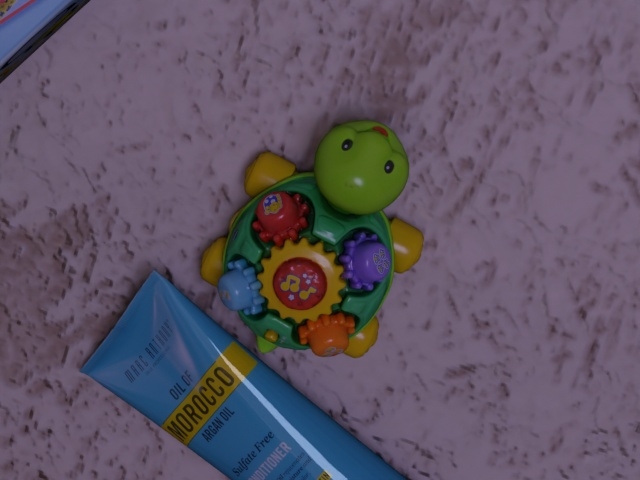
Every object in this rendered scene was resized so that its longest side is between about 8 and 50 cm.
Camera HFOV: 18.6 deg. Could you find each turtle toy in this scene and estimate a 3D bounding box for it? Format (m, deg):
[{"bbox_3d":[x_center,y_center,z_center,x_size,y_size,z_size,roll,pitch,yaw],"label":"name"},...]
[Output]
[{"bbox_3d":[0.000,0.000,0.924,0.095,0.066,0.130,27,106,-1],"label":"turtle toy"}]

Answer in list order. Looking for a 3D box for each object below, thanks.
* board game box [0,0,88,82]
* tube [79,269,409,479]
[{"bbox_3d":[-0.197,-0.120,0.875,0.275,0.142,0.144,-40,97,15],"label":"board game box"},{"bbox_3d":[-0.019,0.103,0.965,0.207,0.052,0.080,38,119,-2],"label":"tube"}]
